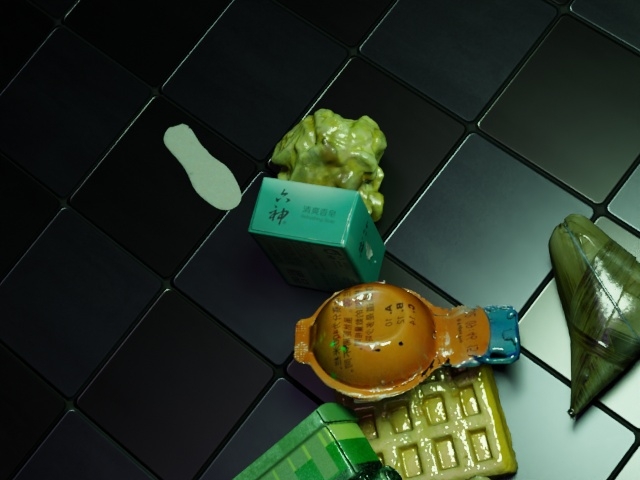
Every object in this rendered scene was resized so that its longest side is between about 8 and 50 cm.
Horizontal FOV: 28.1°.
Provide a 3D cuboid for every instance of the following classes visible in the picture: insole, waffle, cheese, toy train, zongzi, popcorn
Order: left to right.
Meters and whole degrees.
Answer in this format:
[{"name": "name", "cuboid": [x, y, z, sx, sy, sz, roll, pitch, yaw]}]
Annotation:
[{"name": "insole", "cuboid": [-0.201, -0.123, 2.157, 0.065, 0.004, 0.197, -41, 67, -2]}, {"name": "toy train", "cuboid": [-0.025, 0.387, 1.849, 0.301, 0.120, 0.202, -42, 66, 18]}, {"name": "popcorn", "cuboid": [0.022, -0.116, 2.010, 0.187, 0.167, 0.185, 1, 103, 35]}, {"name": "cheese", "cuboid": [0.125, 0.142, 1.861, 0.329, 0.129, 0.217, -3, 50, 4]}, {"name": "waffle", "cuboid": [0.149, 0.268, 1.911, 0.248, 0.055, 0.221, -16, 69, 8]}, {"name": "zongzi", "cuboid": [0.377, 0.107, 1.880, 0.242, 0.112, 0.221, -45, 69, -2]}]

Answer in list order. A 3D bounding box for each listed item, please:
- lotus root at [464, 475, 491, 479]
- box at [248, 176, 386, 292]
[{"name": "lotus root", "cuboid": [0.225, 0.465, 1.801, 0.097, 0.110, 0.258, 7, 64, -28]}, {"name": "box", "cuboid": [0.000, 0.000, 1.936, 0.153, 0.245, 0.092, 10, 71, 16]}]
